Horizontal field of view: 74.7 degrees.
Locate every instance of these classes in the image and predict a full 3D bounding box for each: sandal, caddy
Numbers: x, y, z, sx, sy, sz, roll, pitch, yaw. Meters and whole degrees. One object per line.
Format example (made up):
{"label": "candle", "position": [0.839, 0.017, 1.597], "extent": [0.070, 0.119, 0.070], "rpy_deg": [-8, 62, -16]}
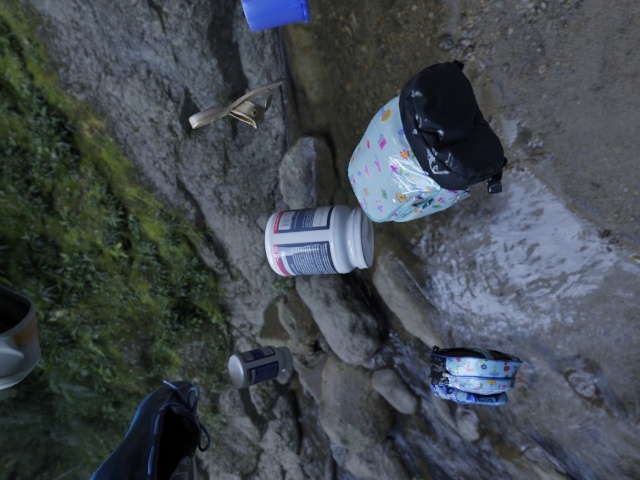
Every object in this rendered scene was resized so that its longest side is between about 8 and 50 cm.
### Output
{"label": "sandal", "position": [-0.177, -0.293, 0.978], "extent": [0.079, 0.240, 0.088], "rpy_deg": [66, 171, -13]}
{"label": "caddy", "position": [-0.096, -0.603, 0.896], "extent": [0.341, 0.179, 0.241], "rpy_deg": [-101, -4, -47]}

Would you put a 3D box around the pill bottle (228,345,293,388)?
{"label": "pill bottle", "position": [-0.118, 0.251, 0.848], "extent": [0.067, 0.120, 0.067], "rpy_deg": [8, 100, 52]}

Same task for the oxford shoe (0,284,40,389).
{"label": "oxford shoe", "position": [-0.596, 0.068, 0.540], "extent": [0.130, 0.449, 0.169], "rpy_deg": [-56, 27, 16]}

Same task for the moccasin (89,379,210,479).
{"label": "moccasin", "position": [-0.255, 0.347, 0.718], "extent": [0.342, 0.116, 0.138], "rpy_deg": [-103, -9, -78]}

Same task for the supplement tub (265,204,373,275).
{"label": "supplement tub", "position": [0.000, 0.000, 1.178], "extent": [0.272, 0.191, 0.191], "rpy_deg": [-4, 113, 18]}

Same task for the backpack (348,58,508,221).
{"label": "backpack", "position": [0.110, -0.096, 0.494], "extent": [0.182, 0.115, 0.152], "rpy_deg": [130, 128, -68]}

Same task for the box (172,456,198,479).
{"label": "box", "position": [-0.306, 0.490, 0.763], "extent": [0.247, 0.163, 0.142], "rpy_deg": [156, 112, -70]}

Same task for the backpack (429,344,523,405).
{"label": "backpack", "position": [0.335, 0.286, 0.890], "extent": [0.173, 0.158, 0.117], "rpy_deg": [143, 133, -68]}
